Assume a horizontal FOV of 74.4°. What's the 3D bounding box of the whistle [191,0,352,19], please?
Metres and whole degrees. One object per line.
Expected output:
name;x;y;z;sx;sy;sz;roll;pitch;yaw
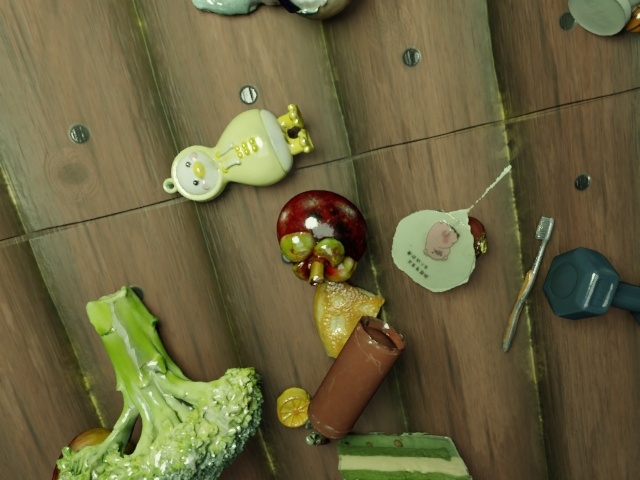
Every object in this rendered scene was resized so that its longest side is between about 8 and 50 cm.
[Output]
whistle;-0.067;-0.475;0.736;0.347;0.189;0.190;-2;103;17

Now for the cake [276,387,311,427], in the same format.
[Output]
cake;-0.059;0.374;0.946;0.083;0.044;0.084;-1;103;-6

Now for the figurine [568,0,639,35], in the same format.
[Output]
figurine;0.609;-0.512;0.789;0.176;0.133;0.236;37;98;-20

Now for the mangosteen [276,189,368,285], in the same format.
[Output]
mangosteen;0.000;0.000;0.801;0.199;0.200;0.200;-1;102;-5

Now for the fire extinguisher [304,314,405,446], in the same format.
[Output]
fire extinguisher;0.061;0.318;0.889;0.147;0.106;0.337;3;121;-51

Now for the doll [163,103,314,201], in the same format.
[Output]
doll;-0.161;-0.152;0.791;0.296;0.117;0.142;-24;100;-1

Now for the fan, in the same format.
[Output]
fan;0.262;-0.026;0.829;0.182;0.010;0.310;40;125;11

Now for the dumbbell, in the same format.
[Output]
dumbbell;0.664;0.121;0.916;0.324;0.160;0.144;15;68;-8

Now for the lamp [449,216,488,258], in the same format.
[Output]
lamp;0.303;0.000;0.884;0.101;0.090;0.101;-22;121;-41

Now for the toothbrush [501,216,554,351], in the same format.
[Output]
toothbrush;0.466;0.103;0.954;0.030;0.023;0.322;12;99;-1

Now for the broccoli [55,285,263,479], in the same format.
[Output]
broccoli;-0.279;0.286;0.828;0.352;0.274;0.398;13;58;-37

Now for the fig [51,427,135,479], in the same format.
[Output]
fig;-0.421;0.504;0.893;0.257;0.159;0.159;37;96;-26

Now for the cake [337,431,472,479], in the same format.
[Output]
cake;0.168;0.553;0.949;0.283;0.158;0.173;6;102;-5

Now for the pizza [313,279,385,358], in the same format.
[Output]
pizza;0.061;0.148;0.909;0.161;0.062;0.182;-17;98;5
